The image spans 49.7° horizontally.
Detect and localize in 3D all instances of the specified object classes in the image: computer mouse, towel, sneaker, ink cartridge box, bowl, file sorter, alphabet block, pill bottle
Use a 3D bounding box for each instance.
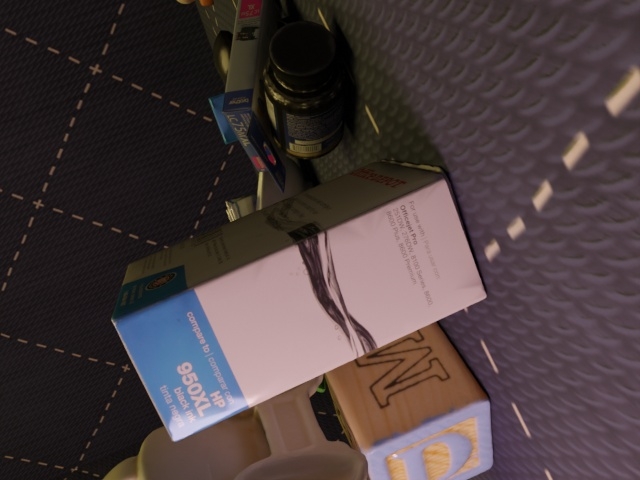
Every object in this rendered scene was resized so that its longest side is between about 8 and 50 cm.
[{"bbox_3d":[-0.148,-0.333,1.479,0.272,0.072,0.188,42,-161,-47],"label":"computer mouse"},{"bbox_3d":[-0.130,-0.049,1.948,0.034,0.285,0.209,-15,98,44],"label":"towel"},{"bbox_3d":[-0.040,-0.342,1.200,0.043,0.040,0.109,53,-167,-55],"label":"sneaker"},{"bbox_3d":[-0.037,0.049,0.879,0.285,0.395,0.166,-138,25,-75],"label":"ink cartridge box"},{"bbox_3d":[-0.093,-0.084,1.744,0.298,0.134,0.297,-175,90,-82],"label":"bowl"},{"bbox_3d":[-0.178,-0.331,1.707,0.104,0.170,0.118,-118,9,-66],"label":"file sorter"},{"bbox_3d":[0.130,0.259,1.055,0.197,0.194,0.192,-119,12,-48],"label":"alphabet block"},{"bbox_3d":[-0.023,-0.223,1.046,0.219,0.123,0.122,89,159,-68],"label":"pill bottle"},{"bbox_3d":[-0.102,-0.256,1.198,0.185,0.065,0.310,60,-153,-60],"label":"ink cartridge box"}]

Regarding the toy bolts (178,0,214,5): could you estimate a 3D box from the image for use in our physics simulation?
[{"bbox_3d":[-0.283,-0.656,1.557,0.218,0.159,0.228,-147,36,-78],"label":"toy bolts"}]

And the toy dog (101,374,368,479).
[{"bbox_3d":[-0.090,0.439,0.967,0.284,0.396,0.407,41,144,56],"label":"toy dog"}]

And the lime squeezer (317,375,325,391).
[{"bbox_3d":[0.032,0.103,1.185,0.059,0.310,0.110,26,167,-35],"label":"lime squeezer"}]
